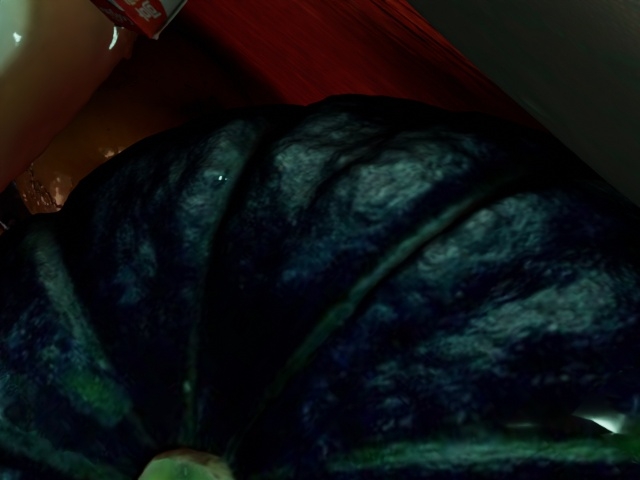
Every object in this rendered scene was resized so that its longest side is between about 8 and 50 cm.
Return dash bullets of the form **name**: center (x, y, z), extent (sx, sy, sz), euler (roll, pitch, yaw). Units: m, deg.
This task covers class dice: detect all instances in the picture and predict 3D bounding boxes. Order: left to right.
- **dice**: center (-0.211, -0.130, 0.983), extent (0.174, 0.175, 0.179), euler (44, 176, -32)

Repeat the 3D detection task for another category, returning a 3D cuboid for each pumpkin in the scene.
- **pumpkin**: center (0.008, 0.126, 0.666), extent (0.363, 0.363, 0.266), euler (35, -179, 35)

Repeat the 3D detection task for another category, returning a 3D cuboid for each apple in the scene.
- **apple**: center (-0.098, -0.046, 1.057), extent (0.146, 0.146, 0.146), euler (39, 173, 5)

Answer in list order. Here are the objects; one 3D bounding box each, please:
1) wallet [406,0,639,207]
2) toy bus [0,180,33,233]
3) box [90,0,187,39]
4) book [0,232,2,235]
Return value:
- **wallet**: center (0.069, -0.056, 0.460), extent (0.229, 0.049, 0.182), euler (42, 173, -28)
- **toy bus**: center (-0.177, -0.087, 1.218), extent (0.331, 0.145, 0.151), euler (47, 179, -24)
- **box**: center (-0.143, -0.176, 0.864), extent (0.218, 0.039, 0.055), euler (44, 171, -31)
- **book**: center (-0.284, -0.149, 1.350), extent (0.389, 0.032, 0.269), euler (44, -156, -20)
